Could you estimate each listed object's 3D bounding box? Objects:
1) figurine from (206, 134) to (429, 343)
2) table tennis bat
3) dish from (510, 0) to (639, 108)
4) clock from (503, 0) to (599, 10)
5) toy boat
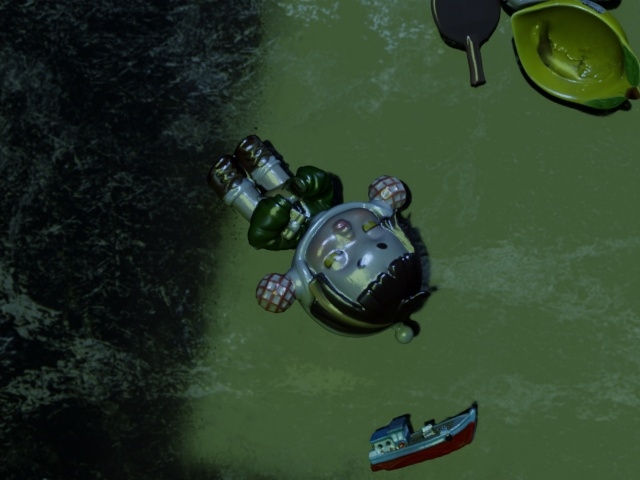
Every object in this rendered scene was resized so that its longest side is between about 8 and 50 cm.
[{"bbox_3d":[0.000,0.000,1.721,0.370,0.167,0.281,41,67,16],"label":"figurine"},{"bbox_3d":[0.228,-0.303,1.688,0.107,0.119,0.170,-14,101,-16],"label":"table tennis bat"},{"bbox_3d":[0.364,-0.271,1.679,0.208,0.080,0.149,34,138,1],"label":"dish"},{"bbox_3d":[0.334,-0.389,1.701,0.176,0.080,0.117,-6,87,9],"label":"clock"},{"bbox_3d":[0.145,0.281,1.738,0.173,0.069,0.058,-19,95,14],"label":"toy boat"}]
